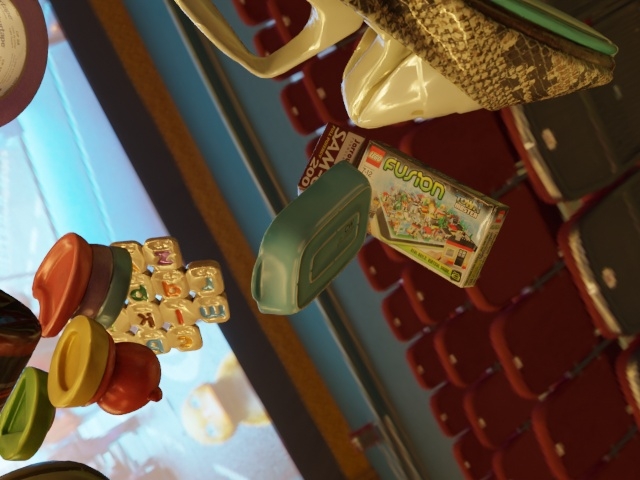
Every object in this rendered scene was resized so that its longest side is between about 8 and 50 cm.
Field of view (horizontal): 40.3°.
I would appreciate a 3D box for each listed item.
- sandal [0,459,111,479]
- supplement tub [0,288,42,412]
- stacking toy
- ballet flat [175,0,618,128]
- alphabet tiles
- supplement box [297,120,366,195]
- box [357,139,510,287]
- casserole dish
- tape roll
[{"bbox_3d":[-0.181,0.238,0.383,0.086,0.302,0.120,2,136,49],"label":"sandal"},{"bbox_3d":[-0.311,0.132,0.694,0.106,0.197,0.106,29,-174,-3],"label":"supplement tub"},{"bbox_3d":[-0.342,0.164,1.246,0.130,0.279,0.308,21,-148,-34],"label":"stacking toy"},{"bbox_3d":[0.018,-0.194,0.672,0.483,0.182,0.164,25,-159,-31],"label":"ballet flat"},{"bbox_3d":[-0.300,0.098,1.460,0.021,0.284,0.277,-96,0,-47],"label":"alphabet tiles"},{"bbox_3d":[0.017,-0.095,1.512,0.073,0.130,0.239,23,165,6],"label":"supplement box"},{"bbox_3d":[0.128,-0.037,1.123,0.207,0.036,0.114,32,109,32],"label":"box"},{"bbox_3d":[0.000,0.000,0.833,0.037,0.188,0.114,22,130,21],"label":"casserole dish"},{"bbox_3d":[-0.564,-0.310,1.366,0.090,0.274,0.274,14,138,32],"label":"tape roll"}]
